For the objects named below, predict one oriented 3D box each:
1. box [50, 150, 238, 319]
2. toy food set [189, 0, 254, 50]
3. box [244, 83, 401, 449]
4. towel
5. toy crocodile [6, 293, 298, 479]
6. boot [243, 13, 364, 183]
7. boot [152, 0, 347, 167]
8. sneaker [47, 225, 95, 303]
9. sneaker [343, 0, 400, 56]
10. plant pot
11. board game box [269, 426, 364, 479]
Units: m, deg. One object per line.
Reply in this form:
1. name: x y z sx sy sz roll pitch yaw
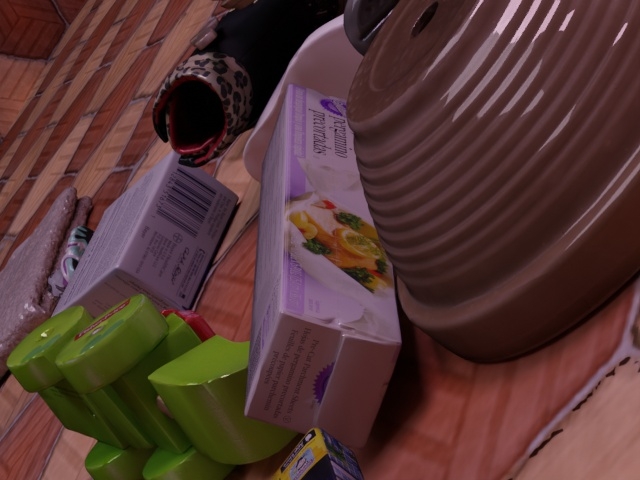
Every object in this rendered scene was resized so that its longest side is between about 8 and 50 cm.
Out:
1. box: -0.146 0.016 1.268 0.137 0.072 0.126 -34 27 50
2. toy food set: -0.031 -0.214 1.098 0.192 0.038 0.132 -41 12 3
3. box: 0.000 0.000 0.866 0.324 0.063 0.067 -92 20 -66
4. towel: -0.352 0.065 1.799 0.187 0.049 0.282 -49 18 25
5. toy crocodile: -0.110 0.088 0.965 0.105 0.115 0.340 -41 12 -22
6. boot: 0.008 -0.119 1.097 0.190 0.069 0.086 -43 17 46
7. boot: -0.079 -0.120 1.230 0.178 0.085 0.236 -50 3 -36
8. sneaker: -0.271 0.030 1.654 0.069 0.038 0.098 -46 18 27
9. sneaker: 0.083 -0.201 1.023 0.227 0.087 0.130 -57 14 -14
10. plant pot: 0.089 -0.071 0.712 0.237 0.109 0.237 -49 19 23
11. board game box: -0.024 0.198 0.601 0.194 0.060 0.194 -53 18 9
